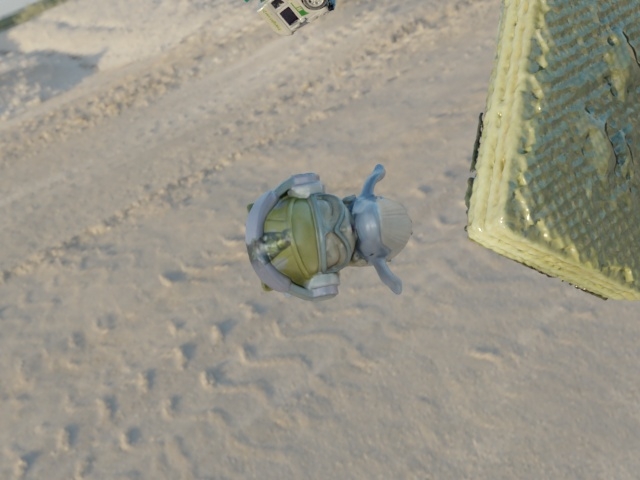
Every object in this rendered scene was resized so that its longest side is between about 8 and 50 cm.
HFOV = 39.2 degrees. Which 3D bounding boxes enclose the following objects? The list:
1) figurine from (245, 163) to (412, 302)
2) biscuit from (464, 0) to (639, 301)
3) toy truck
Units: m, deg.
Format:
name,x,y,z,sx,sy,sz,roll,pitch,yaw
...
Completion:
name,x,y,z,sx,sy,sz,roll,pitch,yaw
figurine,0.000,0.000,0.863,0.184,0.128,0.208,-6,-8,-33
biscuit,0.183,-0.095,0.615,0.052,0.150,0.252,-16,55,55
toy truck,-0.031,-0.148,0.480,0.044,0.083,0.039,-34,27,20
